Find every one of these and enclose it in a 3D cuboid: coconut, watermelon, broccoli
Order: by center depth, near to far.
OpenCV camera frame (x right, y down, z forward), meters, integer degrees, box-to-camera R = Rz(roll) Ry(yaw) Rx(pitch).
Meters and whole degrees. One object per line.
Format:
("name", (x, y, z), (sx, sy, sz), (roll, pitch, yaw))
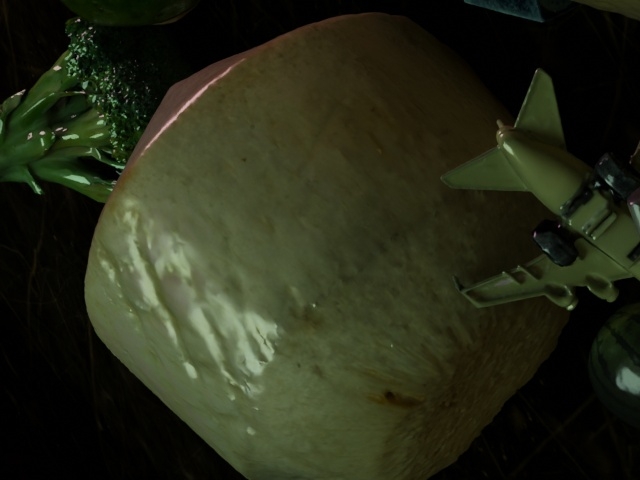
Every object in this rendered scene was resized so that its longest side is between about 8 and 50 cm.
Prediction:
("watermelon", (0.271, 0.104, 1.469), (0.133, 0.105, 0.105), (44, 151, 37))
("coconut", (0.000, 0.000, 1.600), (0.415, 0.415, 0.344), (48, 177, 28))
("broccoli", (-0.245, -0.114, 2.058), (0.269, 0.269, 0.254), (55, 174, 14))

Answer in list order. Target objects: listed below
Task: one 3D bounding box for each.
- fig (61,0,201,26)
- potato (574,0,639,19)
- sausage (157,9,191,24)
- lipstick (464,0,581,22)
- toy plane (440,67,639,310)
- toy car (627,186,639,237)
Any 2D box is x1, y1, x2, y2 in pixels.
("fig", (-0.173, -0.305, 1.796), (0.195, 0.195, 0.245), (63, 162, -5))
("potato", (0.220, -0.163, 1.097), (0.189, 0.264, 0.211), (57, 152, 32))
("sausage", (-0.310, -0.409, 2.012), (0.501, 0.136, 0.123), (52, 134, 19))
("lipstick", (0.096, -0.230, 1.517), (0.312, 0.051, 0.051), (27, 141, 55))
("toy plane", (0.215, -0.015, 1.401), (0.244, 0.229, 0.092), (38, -166, -13))
("toy car", (0.353, 0.013, 1.039), (0.336, 0.242, 0.226), (2, 115, 64))
